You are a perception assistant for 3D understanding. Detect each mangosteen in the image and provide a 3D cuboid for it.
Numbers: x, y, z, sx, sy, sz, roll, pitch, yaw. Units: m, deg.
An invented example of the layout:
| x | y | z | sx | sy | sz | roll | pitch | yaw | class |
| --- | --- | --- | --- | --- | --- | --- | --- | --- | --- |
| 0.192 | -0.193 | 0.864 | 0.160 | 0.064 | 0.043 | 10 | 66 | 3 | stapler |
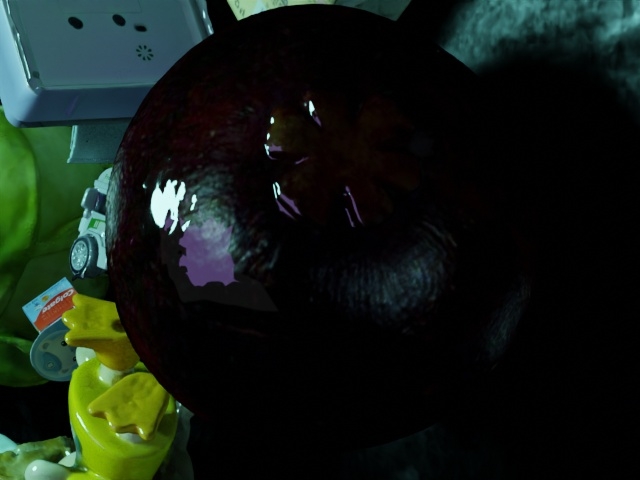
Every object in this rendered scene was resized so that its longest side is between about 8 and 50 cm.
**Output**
| x | y | z | sx | sy | sz | roll | pitch | yaw | class |
| --- | --- | --- | --- | --- | --- | --- | --- | --- | --- |
| 0.000 | 0.000 | 1.197 | 0.347 | 0.307 | 0.307 | 105 | 150 | -74 | mangosteen |

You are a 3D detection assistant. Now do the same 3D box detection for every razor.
| x | y | z | sx | sy | sz | roll | pitch | yaw | class |
| --- | --- | --- | --- | --- | --- | --- | --- | --- | --- |
| -0.220 | -0.140 | 1.635 | 0.232 | 0.106 | 0.068 | 43 | 127 | 54 | razor |

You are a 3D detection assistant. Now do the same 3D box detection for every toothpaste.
| x | y | z | sx | sy | sz | roll | pitch | yaw | class |
| --- | --- | --- | --- | --- | --- | --- | --- | --- | --- |
| -0.214 | 0.123 | 1.571 | 0.044 | 0.070 | 0.193 | 45 | 167 | 45 | toothpaste |

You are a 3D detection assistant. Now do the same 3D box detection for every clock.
| x | y | z | sx | sy | sz | roll | pitch | yaw | class |
| --- | --- | --- | --- | --- | --- | --- | --- | --- | --- |
| -0.189 | -0.175 | 1.485 | 0.073 | 0.193 | 0.145 | -44 | 59 | 49 | clock |

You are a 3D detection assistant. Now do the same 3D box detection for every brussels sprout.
| x | y | z | sx | sy | sz | roll | pitch | yaw | class |
| --- | --- | --- | --- | --- | --- | --- | --- | --- | --- |
| -0.312 | 0.000 | 1.662 | 0.294 | 0.227 | 0.259 | 34 | 116 | 18 | brussels sprout |

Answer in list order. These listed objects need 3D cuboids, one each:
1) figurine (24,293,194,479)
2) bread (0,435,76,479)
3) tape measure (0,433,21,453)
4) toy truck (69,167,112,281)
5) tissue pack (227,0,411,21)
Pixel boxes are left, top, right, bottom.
| x | y | z | sx | sy | sz | roll | pitch | yaw | class |
| --- | --- | --- | --- | --- | --- | --- | --- | --- | --- |
| -0.176 | 0.224 | 1.484 | 0.215 | 0.187 | 0.344 | -93 | 8 | -47 | figurine |
| -0.256 | 0.326 | 1.678 | 0.130 | 0.152 | 0.268 | -38 | 65 | 40 | bread |
| -0.376 | 0.344 | 1.854 | 0.259 | 0.138 | 0.262 | -43 | 61 | 46 | tape measure |
| -0.115 | 0.005 | 1.482 | 0.253 | 0.114 | 0.124 | 21 | 98 | 51 | toy truck |
| -0.015 | -0.239 | 1.327 | 0.222 | 0.090 | 0.186 | 62 | 140 | 30 | tissue pack |
